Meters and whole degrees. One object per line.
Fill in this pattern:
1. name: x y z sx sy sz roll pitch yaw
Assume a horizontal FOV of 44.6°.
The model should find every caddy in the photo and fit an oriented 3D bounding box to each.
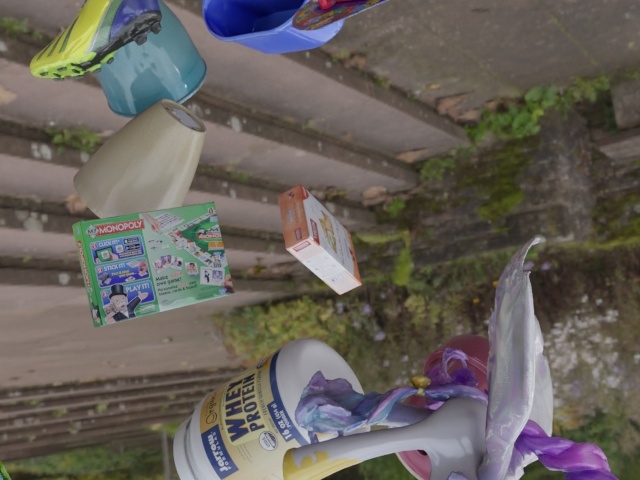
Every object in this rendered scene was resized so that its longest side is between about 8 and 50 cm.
1. caddy: -0.100 -0.514 1.578 0.341 0.241 0.179 4 173 41

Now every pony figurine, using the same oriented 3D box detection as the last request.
1. pony figurine: 0.151 0.209 0.795 0.363 0.351 0.303 -10 156 17

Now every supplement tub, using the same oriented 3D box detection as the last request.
1. supplement tub: -0.092 0.343 1.419 0.316 0.228 0.228 -35 159 25

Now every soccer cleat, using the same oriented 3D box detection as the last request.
1. soccer cleat: -0.420 -0.388 1.435 0.289 0.121 0.093 -22 178 20

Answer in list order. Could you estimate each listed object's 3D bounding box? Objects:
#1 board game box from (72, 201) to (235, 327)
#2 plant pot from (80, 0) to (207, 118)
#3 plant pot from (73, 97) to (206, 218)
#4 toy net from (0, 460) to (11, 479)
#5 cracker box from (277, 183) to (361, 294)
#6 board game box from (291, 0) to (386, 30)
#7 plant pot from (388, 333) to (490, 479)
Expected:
1. board game box: -0.344 0.044 1.647 0.317 0.214 0.046 -11 177 -39
2. plant pot: -0.449 -0.485 1.914 0.271 0.272 0.255 -9 134 12
3. plant pot: -0.393 -0.186 1.827 0.274 0.256 0.256 -51 153 18
4. toy net: -0.444 0.412 1.142 0.045 0.232 0.122 -27 171 -38
5. cracker box: 0.000 0.000 1.747 0.067 0.156 0.232 -27 140 20
6. board game box: 0.037 -0.304 0.924 0.168 0.033 0.133 -20 -149 13
7. plant pot: 0.209 0.275 1.199 0.180 0.201 0.201 -33 -174 -32
